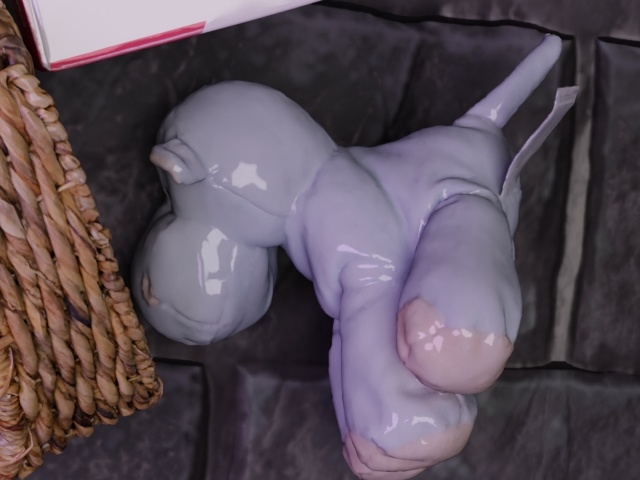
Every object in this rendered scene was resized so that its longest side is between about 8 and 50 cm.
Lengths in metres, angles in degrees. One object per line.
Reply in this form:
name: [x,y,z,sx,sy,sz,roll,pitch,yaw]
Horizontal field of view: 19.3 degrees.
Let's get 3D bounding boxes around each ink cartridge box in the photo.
ink cartridge box: [-0.109,-0.167,1.127,0.172,0.237,0.100,-16,99,-13]

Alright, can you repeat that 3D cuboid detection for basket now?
basket: [-0.240,0.012,1.075,0.223,0.213,0.299,-25,135,-11]

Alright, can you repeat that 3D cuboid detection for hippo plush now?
hippo plush: [0.000,0.000,1.180,0.236,0.234,0.294,18,111,-6]
